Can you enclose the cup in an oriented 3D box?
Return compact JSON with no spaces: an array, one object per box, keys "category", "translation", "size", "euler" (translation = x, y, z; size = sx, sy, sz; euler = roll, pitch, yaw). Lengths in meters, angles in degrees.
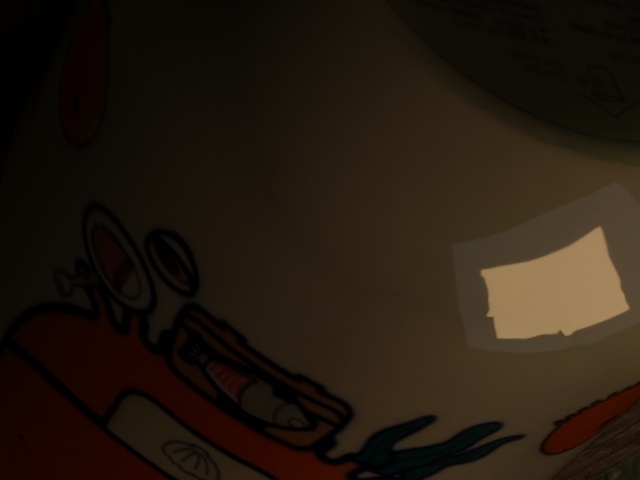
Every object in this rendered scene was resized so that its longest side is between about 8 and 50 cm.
[{"category":"cup","translation":[0.000,0.000,0.588],"size":[0.212,0.212,0.317],"euler":[-16,157,-35]}]
